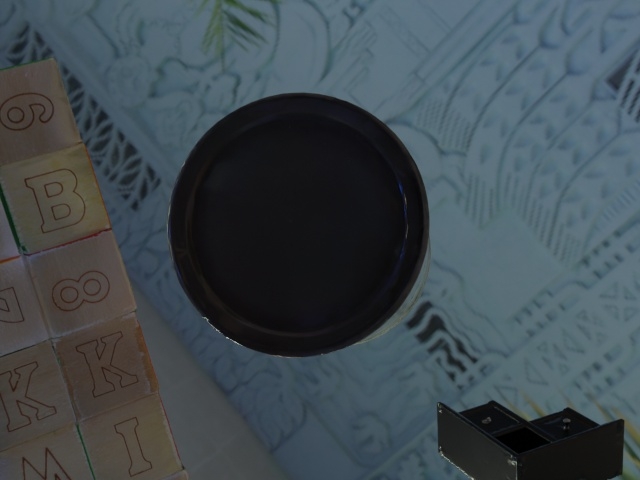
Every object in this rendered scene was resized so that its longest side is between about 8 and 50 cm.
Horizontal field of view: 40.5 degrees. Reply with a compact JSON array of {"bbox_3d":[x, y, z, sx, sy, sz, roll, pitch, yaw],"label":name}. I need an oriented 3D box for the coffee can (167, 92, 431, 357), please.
[{"bbox_3d":[0.000,0.000,0.788,0.201,0.201,0.275,49,-178,10],"label":"coffee can"}]

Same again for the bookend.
[{"bbox_3d":[0.247,0.236,1.035,0.157,0.072,0.156,-11,-162,-23],"label":"bookend"}]

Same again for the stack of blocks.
[{"bbox_3d":[-0.153,0.064,0.486,0.171,0.087,0.297,4,111,68],"label":"stack of blocks"}]
